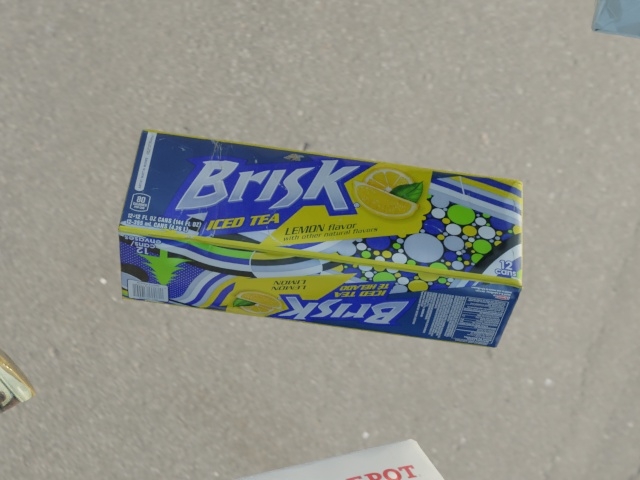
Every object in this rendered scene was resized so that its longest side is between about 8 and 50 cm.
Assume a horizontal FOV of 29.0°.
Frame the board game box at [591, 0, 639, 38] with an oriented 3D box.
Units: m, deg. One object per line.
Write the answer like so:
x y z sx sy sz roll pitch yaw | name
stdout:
0.300 -0.225 0.783 0.303 0.224 0.098 -69 166 -51 | board game box

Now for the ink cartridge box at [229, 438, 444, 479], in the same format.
0.022 0.259 0.685 0.171 0.233 0.168 -5 130 -34 | ink cartridge box

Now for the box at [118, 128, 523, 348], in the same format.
0.000 0.000 0.538 0.168 0.059 0.054 8 143 -2 | box

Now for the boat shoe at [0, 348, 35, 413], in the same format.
-0.288 0.096 0.997 0.049 0.056 0.152 -44 133 -10 | boat shoe
